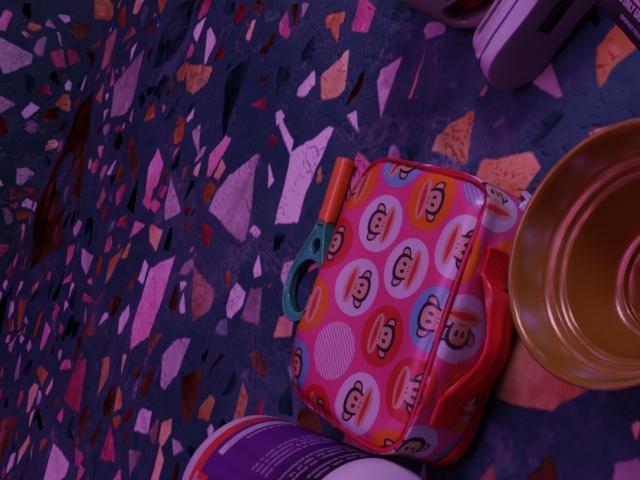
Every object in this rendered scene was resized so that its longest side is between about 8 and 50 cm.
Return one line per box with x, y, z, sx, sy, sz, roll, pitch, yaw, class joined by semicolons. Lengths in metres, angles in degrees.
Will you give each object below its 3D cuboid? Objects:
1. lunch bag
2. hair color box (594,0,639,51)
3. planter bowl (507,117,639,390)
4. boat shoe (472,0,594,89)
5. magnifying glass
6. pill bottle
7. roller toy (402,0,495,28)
0.101;0.069;0.868;0.258;0.120;0.293;22;92;58;lunch bag
0.342;-0.269;0.551;0.375;0.113;0.185;109;149;-44;hair color box
0.259;0.019;0.678;0.217;0.090;0.217;-32;49;45;planter bowl
0.241;-0.276;0.865;0.258;0.095;0.084;-48;42;30;boat shoe
0.000;0.000;1.152;0.092;0.026;0.231;14;84;59;magnifying glass
-0.002;0.289;0.846;0.323;0.181;0.182;1;74;58;pill bottle
0.156;-0.357;0.990;0.191;0.146;0.209;-64;33;11;roller toy
